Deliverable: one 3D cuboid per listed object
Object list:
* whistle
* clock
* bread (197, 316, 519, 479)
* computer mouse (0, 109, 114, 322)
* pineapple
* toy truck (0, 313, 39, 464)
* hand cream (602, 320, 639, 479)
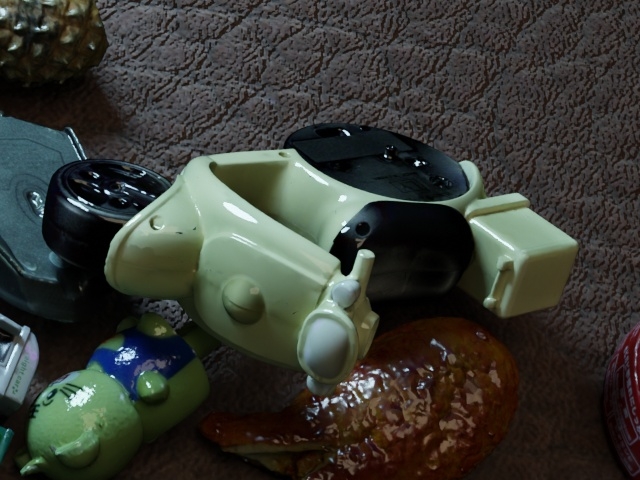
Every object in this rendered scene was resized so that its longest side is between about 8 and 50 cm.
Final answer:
[{"bbox_3d":[-0.139,0.109,1.106,0.227,0.105,0.085,-39,104,-33],"label":"whistle"},{"bbox_3d":[0.000,0.000,1.140,0.379,0.120,0.276,-15,39,-41],"label":"clock"},{"bbox_3d":[0.045,0.145,1.152,0.269,0.095,0.139,-20,62,-27],"label":"bread"},{"bbox_3d":[-0.239,-0.019,1.170,0.126,0.071,0.231,-5,50,-37],"label":"computer mouse"},{"bbox_3d":[-0.299,-0.163,1.209,0.237,0.119,0.111,-21,101,-27],"label":"pineapple"},{"bbox_3d":[-0.275,0.146,1.037,0.116,0.110,0.216,29,53,-16],"label":"toy truck"},{"bbox_3d":[0.363,0.133,1.239,0.230,0.149,0.230,9,59,-16],"label":"hand cream"}]
